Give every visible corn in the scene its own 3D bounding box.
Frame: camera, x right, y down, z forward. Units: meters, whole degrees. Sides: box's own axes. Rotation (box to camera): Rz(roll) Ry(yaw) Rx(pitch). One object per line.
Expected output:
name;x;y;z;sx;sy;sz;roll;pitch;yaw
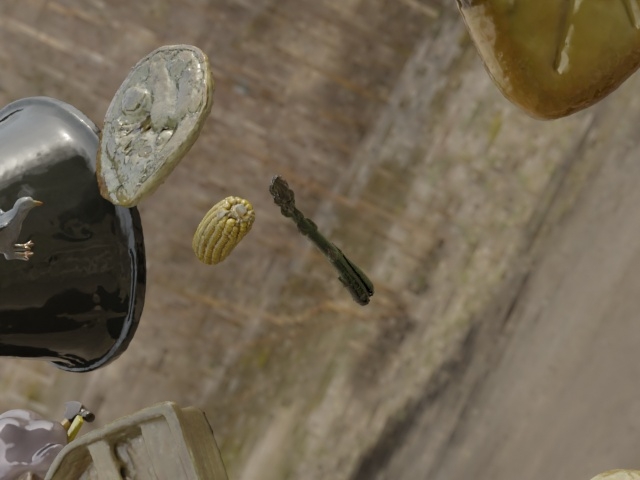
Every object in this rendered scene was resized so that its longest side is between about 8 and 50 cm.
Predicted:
corn;-0.080;-0.007;1.400;0.092;0.037;0.037;129;163;-62

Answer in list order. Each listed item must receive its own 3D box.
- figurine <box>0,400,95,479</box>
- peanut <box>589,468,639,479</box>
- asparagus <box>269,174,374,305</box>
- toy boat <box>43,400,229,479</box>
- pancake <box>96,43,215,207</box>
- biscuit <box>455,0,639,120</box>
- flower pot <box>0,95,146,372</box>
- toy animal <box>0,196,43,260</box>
figurine;-0.304;0.247;1.708;0.137;0.112;0.229;-40;30;45
peanut;0.335;0.255;1.693;0.089;0.192;0.089;-12;-90;-87
asparagus;0.000;0.000;1.493;0.233;0.023;0.022;50;-153;-56
toy boat;-0.170;0.221;1.550;0.188;0.116;0.061;-26;-13;27
pancake;-0.145;-0.099;1.512;0.158;0.028;0.158;-31;46;38
biscuit;0.177;-0.209;1.190;0.041;0.203;0.260;-170;92;-69
flower pot;-0.300;0.007;1.613;0.166;0.269;0.269;-13;-34;-44
toy animal;-0.156;-0.002;0.863;0.050;0.028;0.084;-29;29;0
